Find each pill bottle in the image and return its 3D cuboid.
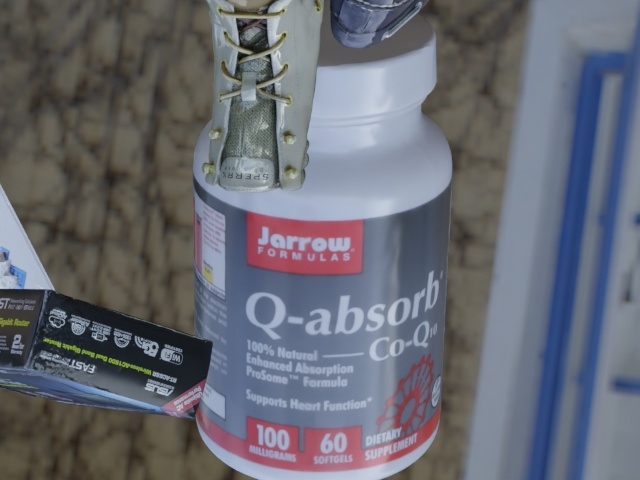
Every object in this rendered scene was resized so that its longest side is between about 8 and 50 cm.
[{"bbox_3d":[0.000,0.000,1.588,0.210,0.363,0.210,0,-155,0],"label":"pill bottle"}]

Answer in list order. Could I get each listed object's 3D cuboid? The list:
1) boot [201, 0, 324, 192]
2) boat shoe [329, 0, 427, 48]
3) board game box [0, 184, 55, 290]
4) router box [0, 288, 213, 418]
[{"bbox_3d":[-0.042,-0.112,1.235,0.077,0.165,0.213,8,-179,10],"label":"boot"},{"bbox_3d":[0.051,-0.187,1.239,0.075,0.065,0.206,25,-144,6],"label":"boat shoe"},{"bbox_3d":[-0.314,-0.004,1.357,0.053,0.193,0.305,40,157,50],"label":"board game box"},{"bbox_3d":[-0.122,0.051,0.904,0.092,0.038,0.122,21,166,-34],"label":"router box"}]
